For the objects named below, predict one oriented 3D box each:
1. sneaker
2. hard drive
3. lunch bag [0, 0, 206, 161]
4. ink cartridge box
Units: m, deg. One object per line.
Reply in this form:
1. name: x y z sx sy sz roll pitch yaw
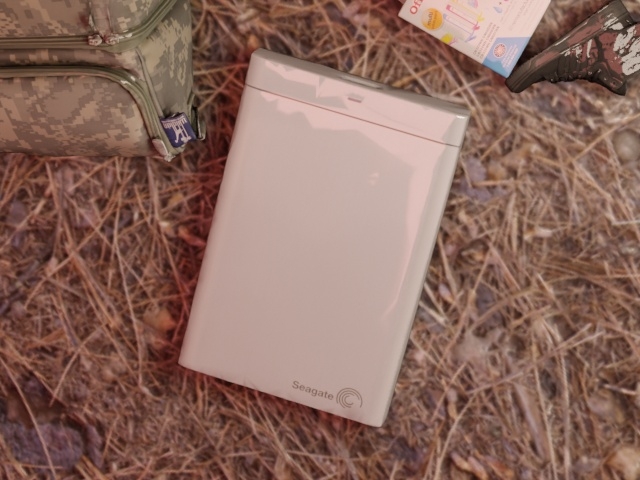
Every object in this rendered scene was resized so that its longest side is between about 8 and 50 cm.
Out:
1. sneaker: 0.274 -0.174 1.879 0.170 0.051 0.089 -35 91 15
2. hard drive: 0.000 0.000 1.988 0.233 0.047 0.353 17 108 7
3. lunch bag: -0.277 -0.204 1.916 0.305 0.212 0.256 0 122 13
4. ink cartridge box: 0.148 -0.240 1.867 0.143 0.090 0.092 29 109 2
